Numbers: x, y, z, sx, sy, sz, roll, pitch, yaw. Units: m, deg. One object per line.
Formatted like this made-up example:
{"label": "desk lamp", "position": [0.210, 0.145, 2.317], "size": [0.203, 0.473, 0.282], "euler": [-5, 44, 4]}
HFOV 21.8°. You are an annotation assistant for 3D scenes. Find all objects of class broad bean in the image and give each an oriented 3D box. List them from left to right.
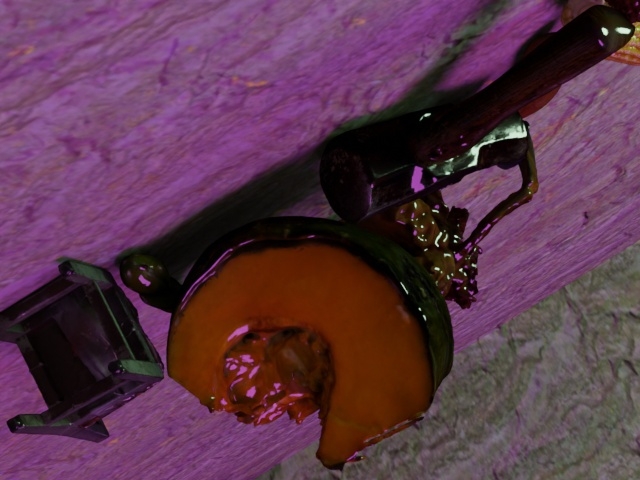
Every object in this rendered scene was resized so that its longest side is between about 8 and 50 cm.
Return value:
{"label": "broad bean", "position": [-0.174, 0.055, 1.875], "size": [0.052, 0.052, 0.256], "euler": [-20, 168, 6]}

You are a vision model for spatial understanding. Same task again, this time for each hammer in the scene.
{"label": "hammer", "position": [0.182, -0.147, 1.710], "size": [0.242, 0.095, 0.409], "euler": [-19, 170, -33]}

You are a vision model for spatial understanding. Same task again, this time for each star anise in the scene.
{"label": "star anise", "position": [0.148, -0.020, 2.052], "size": [0.346, 0.237, 0.148], "euler": [-47, -160, -16]}

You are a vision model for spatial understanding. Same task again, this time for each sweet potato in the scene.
{"label": "sweet potato", "position": [0.245, -0.183, 1.890], "size": [0.058, 0.055, 0.202], "euler": [-43, 172, -26]}

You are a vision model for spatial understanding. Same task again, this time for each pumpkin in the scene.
{"label": "pumpkin", "position": [-0.005, 0.099, 1.835], "size": [0.256, 0.303, 0.225], "euler": [-58, 178, 2]}

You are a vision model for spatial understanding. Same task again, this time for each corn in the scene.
{"label": "corn", "position": [0.334, -0.235, 1.825], "size": [0.081, 0.081, 0.248], "euler": [-36, 165, 24]}

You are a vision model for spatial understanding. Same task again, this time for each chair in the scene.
{"label": "chair", "position": [-0.251, 0.124, 1.790], "size": [0.147, 0.136, 0.270], "euler": [-30, 165, 7]}

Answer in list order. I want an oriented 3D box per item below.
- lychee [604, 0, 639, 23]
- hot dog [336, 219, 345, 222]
{"label": "lychee", "position": [0.318, -0.266, 1.596], "size": [0.123, 0.123, 0.129], "euler": [-32, 162, 9]}
{"label": "hot dog", "position": [0.000, 0.000, 2.092], "size": [0.122, 0.037, 0.049], "euler": [-28, 179, 8]}
